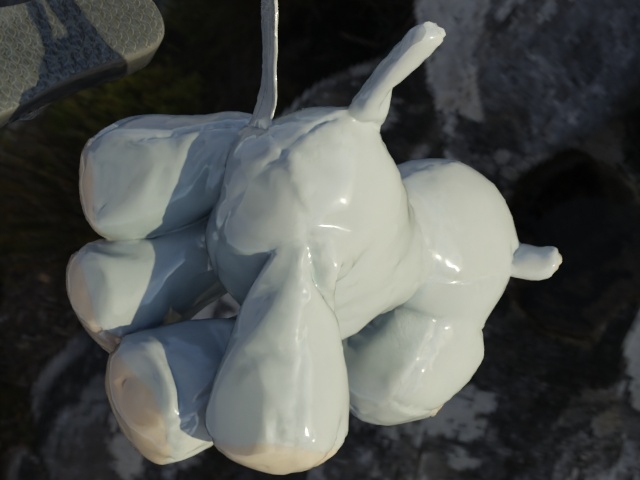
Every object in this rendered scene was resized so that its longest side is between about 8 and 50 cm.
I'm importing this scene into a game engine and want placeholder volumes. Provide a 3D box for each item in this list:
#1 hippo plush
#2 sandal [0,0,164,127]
[{"bbox_3d":[0.000,0.000,0.899,0.234,0.236,0.294,24,101,37],"label":"hippo plush"},{"bbox_3d":[-0.215,-0.113,0.966,0.097,0.254,0.054,58,139,16],"label":"sandal"}]
